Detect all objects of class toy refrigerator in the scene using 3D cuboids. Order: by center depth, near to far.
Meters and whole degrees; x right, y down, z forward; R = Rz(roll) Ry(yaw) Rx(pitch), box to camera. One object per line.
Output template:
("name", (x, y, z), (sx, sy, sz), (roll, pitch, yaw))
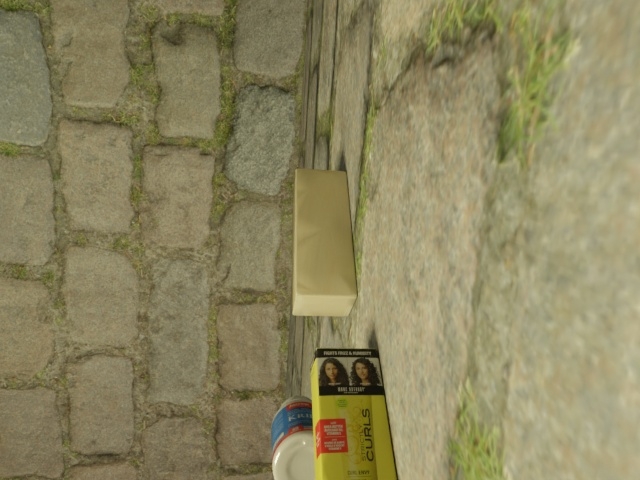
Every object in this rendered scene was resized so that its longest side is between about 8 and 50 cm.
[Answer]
("toy refrigerator", (0.000, 0.000, 0.780), (0.094, 0.102, 0.270), (103, 166, -56))

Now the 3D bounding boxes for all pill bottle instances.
("pill bottle", (-0.038, 0.398, 0.851), (0.221, 0.124, 0.124), (-172, 84, -82))

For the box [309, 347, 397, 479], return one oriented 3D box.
("box", (0.035, 0.242, 0.486), (0.058, 0.087, 0.232), (101, 170, -49))
